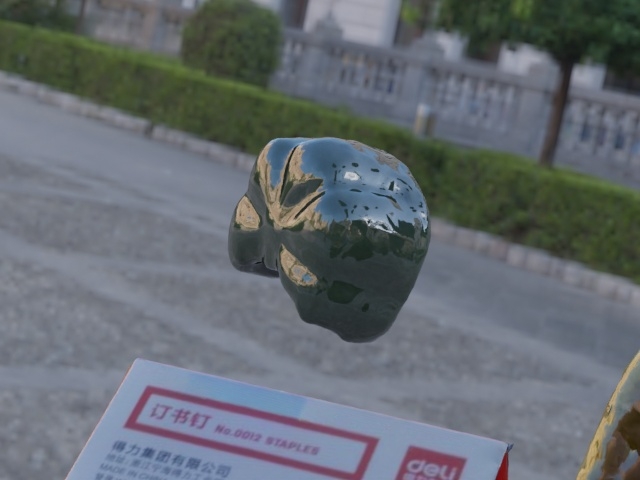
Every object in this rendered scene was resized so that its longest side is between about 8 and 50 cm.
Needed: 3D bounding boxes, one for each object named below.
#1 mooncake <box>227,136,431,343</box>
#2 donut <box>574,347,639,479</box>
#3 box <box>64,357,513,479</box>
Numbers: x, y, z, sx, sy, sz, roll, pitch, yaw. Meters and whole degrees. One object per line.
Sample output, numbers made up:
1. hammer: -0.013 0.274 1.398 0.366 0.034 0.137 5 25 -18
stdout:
1. mooncake: 0.000 0.000 1.242 0.104 0.168 0.175 7 -15 -36
2. donut: 0.304 0.184 0.942 0.330 0.330 0.160 13 -4 15
3. box: -0.026 0.139 0.823 0.229 0.050 0.123 10 45 18
